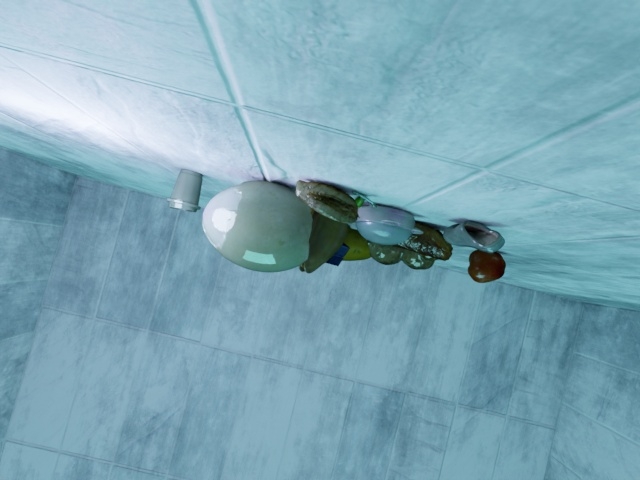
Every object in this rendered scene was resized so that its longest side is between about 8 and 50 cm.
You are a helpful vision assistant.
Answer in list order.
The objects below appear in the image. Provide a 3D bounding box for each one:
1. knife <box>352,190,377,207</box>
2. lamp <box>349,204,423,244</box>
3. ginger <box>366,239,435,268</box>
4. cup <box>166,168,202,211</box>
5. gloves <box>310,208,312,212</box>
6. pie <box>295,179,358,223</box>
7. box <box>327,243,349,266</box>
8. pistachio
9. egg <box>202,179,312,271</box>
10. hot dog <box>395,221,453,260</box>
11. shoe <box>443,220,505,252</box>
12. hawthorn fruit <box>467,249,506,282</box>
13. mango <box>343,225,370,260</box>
[{"bbox_3d":[0.113,-0.107,1.352,0.078,0.022,0.166,37,177,-2],"label":"knife"},{"bbox_3d":[0.173,-0.045,1.484,0.180,0.107,0.246,22,173,-42],"label":"lamp"},{"bbox_3d":[0.343,0.030,1.928,0.304,0.155,0.244,4,167,21],"label":"ginger"},{"bbox_3d":[-0.471,-0.175,1.736,0.120,0.141,0.120,11,176,1],"label":"cup"},{"bbox_3d":[-0.043,-0.085,1.956,0.295,0.116,0.133,21,169,-3],"label":"gloves"},{"bbox_3d":[0.017,-0.109,1.312,0.194,0.078,0.163,18,-171,-37],"label":"pie"},{"bbox_3d":[-0.055,-0.024,2.111,0.279,0.116,0.261,41,-167,34],"label":"box"},{"bbox_3d":[0.000,0.000,1.763,0.163,0.260,0.213,24,174,31],"label":"pistachio"},{"bbox_3d":[-0.191,-0.047,1.491,0.336,0.278,0.278,10,178,-4],"label":"egg"},{"bbox_3d":[0.324,-0.004,1.618,0.227,0.099,0.160,14,177,19],"label":"hot dog"},{"bbox_3d":[0.400,-0.025,1.314,0.195,0.079,0.078,28,151,58],"label":"shoe"},{"bbox_3d":[0.638,0.100,1.887,0.138,0.132,0.133,-4,165,44],"label":"hawthorn fruit"},{"bbox_3d":[0.093,0.018,2.365,0.365,0.182,0.253,15,176,-16],"label":"mango"}]
